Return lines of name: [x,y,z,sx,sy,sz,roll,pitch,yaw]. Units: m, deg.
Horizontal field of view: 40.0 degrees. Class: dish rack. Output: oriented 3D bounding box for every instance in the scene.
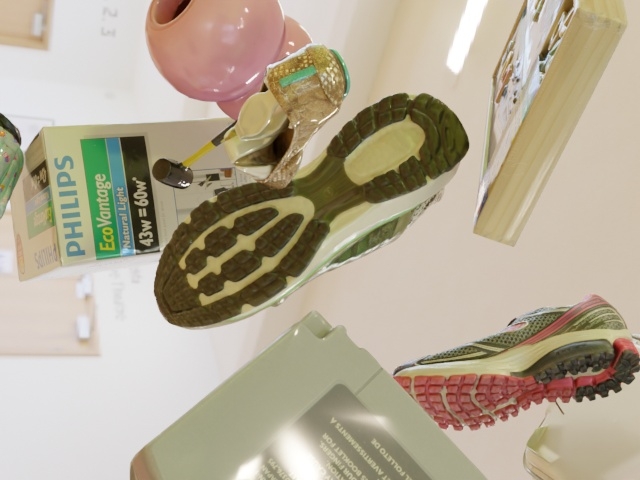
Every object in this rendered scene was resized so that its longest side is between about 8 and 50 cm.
dish rack: [0.414,0.255,1.193,0.285,0.072,0.333,-56,-163,-4]

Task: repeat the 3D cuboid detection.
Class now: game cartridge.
game cartridge: [0.034,0.200,0.526,0.297,0.198,0.062,47,-39,8]

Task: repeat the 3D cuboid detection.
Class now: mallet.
mallet: [-0.157,-0.136,1.294,0.039,0.189,0.062,63,12,22]

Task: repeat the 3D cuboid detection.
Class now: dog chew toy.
dog chew toy: [-0.101,-0.270,1.323,0.206,0.332,0.206,-21,-125,32]

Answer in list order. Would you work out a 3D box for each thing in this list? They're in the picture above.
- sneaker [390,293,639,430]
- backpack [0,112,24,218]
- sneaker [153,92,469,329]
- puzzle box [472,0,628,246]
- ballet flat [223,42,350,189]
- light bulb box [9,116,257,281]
sneaker: [0.234,0.153,1.095,0.112,0.299,0.121,-96,172,-46]
backpack: [-0.561,-0.106,1.436,0.152,0.115,0.182,-31,-141,37]
sneaker: [0.000,0.000,1.053,0.158,0.410,0.182,61,0,30]
puzzle box: [0.260,-0.213,1.032,0.409,0.052,0.272,-70,178,-54]
ballet flat: [-0.042,-0.090,0.697,0.073,0.067,0.206,64,-24,12]
light bulb box: [-0.336,-0.068,1.562,0.358,0.361,0.225,-13,-95,60]
